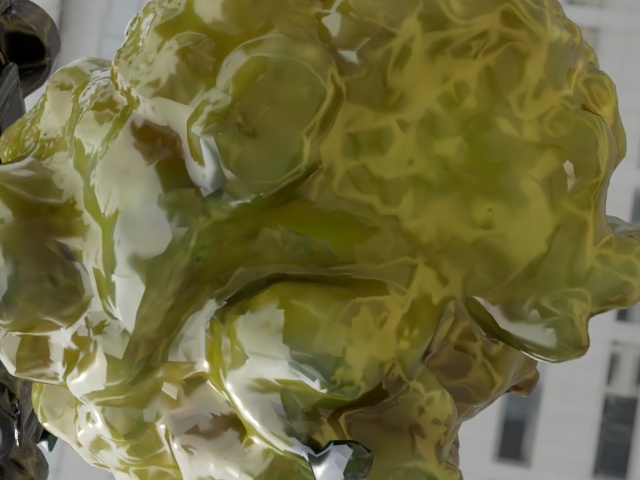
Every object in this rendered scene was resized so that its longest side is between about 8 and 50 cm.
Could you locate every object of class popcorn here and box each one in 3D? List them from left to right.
[{"bbox_3d":[-0.001,0.001,0.600,0.218,0.189,0.169,-43,6,31],"label":"popcorn"}]

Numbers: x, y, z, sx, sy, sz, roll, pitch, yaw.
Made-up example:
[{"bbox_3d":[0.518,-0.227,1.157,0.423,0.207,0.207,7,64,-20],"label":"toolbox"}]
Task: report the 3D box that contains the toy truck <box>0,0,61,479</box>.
[{"bbox_3d":[-0.155,0.012,0.706,0.110,0.116,0.216,-76,-14,-53],"label":"toy truck"}]
